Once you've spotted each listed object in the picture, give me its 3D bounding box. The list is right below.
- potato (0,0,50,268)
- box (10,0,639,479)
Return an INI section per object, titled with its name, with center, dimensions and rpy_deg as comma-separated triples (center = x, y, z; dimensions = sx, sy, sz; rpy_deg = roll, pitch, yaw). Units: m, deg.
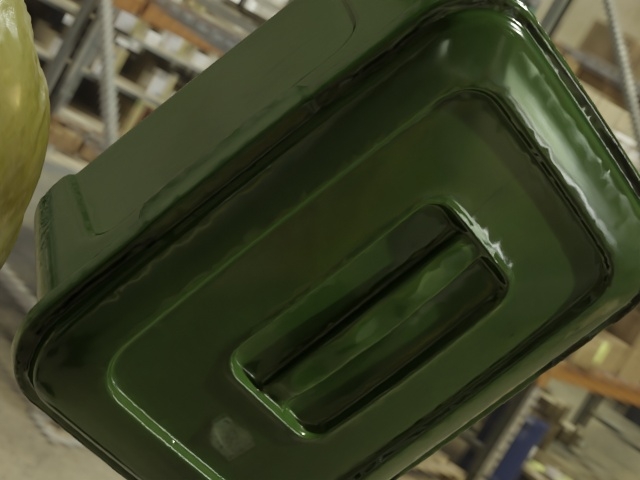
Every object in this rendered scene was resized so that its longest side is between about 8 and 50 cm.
[potato]
center = -0.227, 0.007, 0.409
dimensions = 0.218, 0.351, 0.202
rpy_deg = 12, -33, 34
[box]
center = 0.000, 0.000, 0.781
dimensions = 0.253, 0.329, 0.177
rpy_deg = 48, 6, -38
